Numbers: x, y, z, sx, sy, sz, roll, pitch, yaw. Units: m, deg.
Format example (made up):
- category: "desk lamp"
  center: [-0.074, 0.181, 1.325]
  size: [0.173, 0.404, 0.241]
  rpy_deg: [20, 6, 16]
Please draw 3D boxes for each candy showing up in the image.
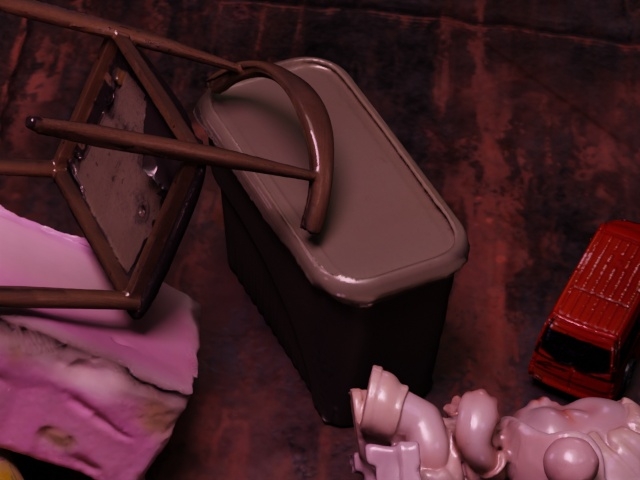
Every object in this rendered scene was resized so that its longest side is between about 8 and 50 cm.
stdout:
- category: "candy"
  center: [-0.223, 0.065, 1.298]
  size: [0.265, 0.116, 0.155]
  rpy_deg: [23, 26, -17]

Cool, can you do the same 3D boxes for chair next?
- category: "chair"
  center: [-0.143, -0.056, 1.277]
  size: [0.272, 0.166, 0.188]
  rpy_deg: [3, 38, -37]

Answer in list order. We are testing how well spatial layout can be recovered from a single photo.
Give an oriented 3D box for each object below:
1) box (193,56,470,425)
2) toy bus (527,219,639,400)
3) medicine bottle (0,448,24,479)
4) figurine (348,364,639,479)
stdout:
- category: "box"
  center: [0.000, 0.000, 1.412]
  size: [0.138, 0.178, 0.274]
  rpy_deg: [-16, 47, -20]
- category: "toy bus"
  center: [0.241, 0.042, 1.448]
  size: [0.081, 0.089, 0.195]
  rpy_deg: [22, 47, 17]
- category: "medicine bottle"
  center: [-0.241, 0.194, 1.278]
  size: [0.074, 0.074, 0.218]
  rpy_deg: [-19, 50, -21]
- category: "figurine"
  center: [0.150, 0.170, 1.268]
  size: [0.257, 0.182, 0.144]
  rpy_deg: [2, 60, -4]
